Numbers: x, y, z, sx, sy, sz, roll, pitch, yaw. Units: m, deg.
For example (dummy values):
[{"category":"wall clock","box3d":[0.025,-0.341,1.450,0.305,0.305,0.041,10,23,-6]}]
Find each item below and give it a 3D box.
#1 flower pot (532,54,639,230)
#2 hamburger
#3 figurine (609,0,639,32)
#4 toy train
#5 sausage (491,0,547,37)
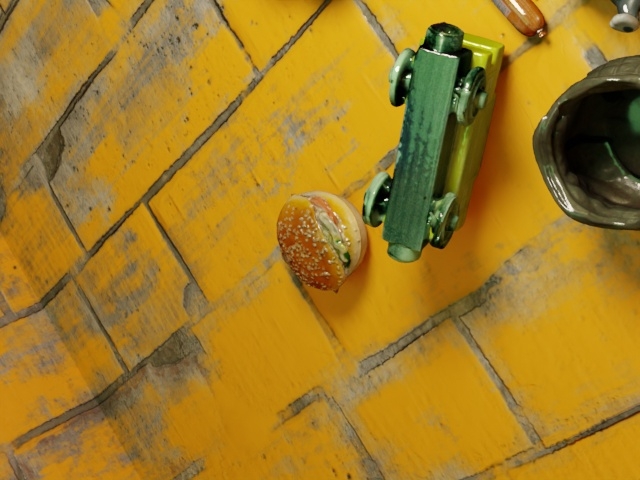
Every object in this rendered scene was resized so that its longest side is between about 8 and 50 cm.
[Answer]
[{"category":"flower pot","box3d":[0.505,-0.140,1.568,0.302,0.213,0.301,14,114,36]},{"category":"hamburger","box3d":[-0.003,-0.003,2.093,0.237,0.147,0.236,17,116,39]},{"category":"figurine","box3d":[0.454,-0.426,1.540,0.265,0.193,0.140,29,122,15]},{"category":"toy train","box3d":[0.212,-0.182,1.762,0.179,0.272,0.442,19,117,19]},{"category":"sausage","box3d":[0.287,-0.489,1.731,0.347,0.053,0.053,53,131,12]}]
